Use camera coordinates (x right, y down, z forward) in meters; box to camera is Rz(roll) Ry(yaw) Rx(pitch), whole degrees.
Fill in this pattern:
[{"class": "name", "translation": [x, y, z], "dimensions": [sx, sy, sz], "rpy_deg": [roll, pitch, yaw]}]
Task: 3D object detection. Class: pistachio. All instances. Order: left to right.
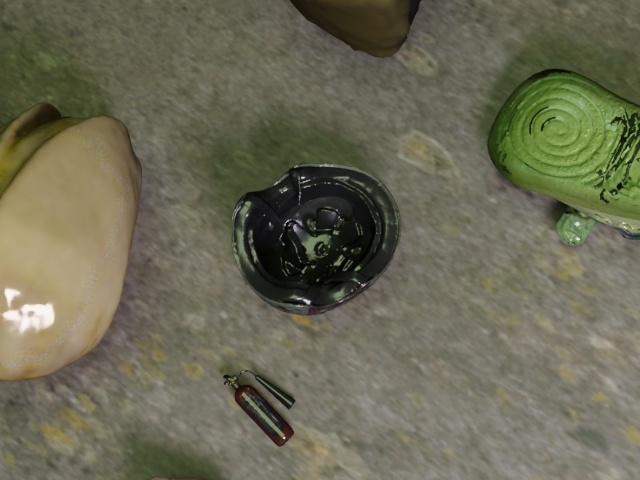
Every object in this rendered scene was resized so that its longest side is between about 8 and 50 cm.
[{"class": "pistachio", "translation": [-0.306, 0.003, 1.213], "dimensions": [0.229, 0.238, 0.321], "rpy_deg": [17, 59, 8]}]

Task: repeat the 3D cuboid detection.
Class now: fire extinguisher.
[{"class": "fire extinguisher", "translation": [-0.061, 0.168, 1.227], "dimensions": [0.046, 0.032, 0.100], "rpy_deg": [-46, 78, 8]}]

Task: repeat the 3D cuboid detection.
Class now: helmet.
[{"class": "helmet", "translation": [-0.007, 0.009, 1.225], "dimensions": [0.176, 0.107, 0.153], "rpy_deg": [-23, 68, -16]}]

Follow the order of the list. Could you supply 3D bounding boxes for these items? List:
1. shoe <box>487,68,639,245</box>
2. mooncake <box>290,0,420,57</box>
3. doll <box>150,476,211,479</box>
[{"class": "shoe", "translation": [0.285, -0.074, 1.181], "dimensions": [0.262, 0.128, 0.140], "rpy_deg": [25, 70, 45]}, {"class": "mooncake", "translation": [0.096, -0.408, 1.249], "dimensions": [0.393, 0.246, 0.394], "rpy_deg": [-8, 70, 15]}, {"class": "doll", "translation": [-0.137, 0.337, 1.165], "dimensions": [0.149, 0.095, 0.192], "rpy_deg": [12, 80, 20]}]
